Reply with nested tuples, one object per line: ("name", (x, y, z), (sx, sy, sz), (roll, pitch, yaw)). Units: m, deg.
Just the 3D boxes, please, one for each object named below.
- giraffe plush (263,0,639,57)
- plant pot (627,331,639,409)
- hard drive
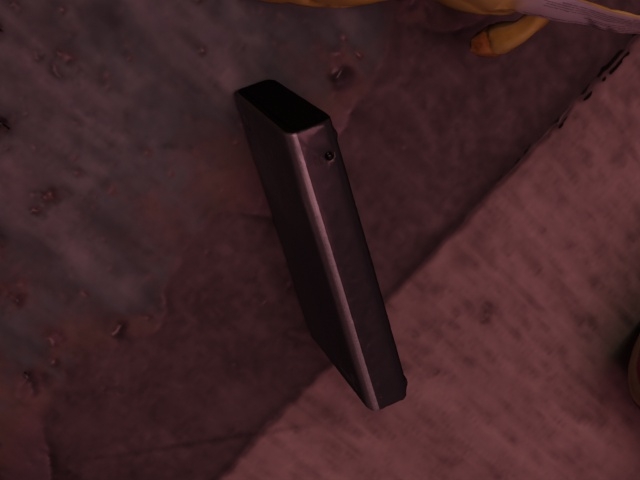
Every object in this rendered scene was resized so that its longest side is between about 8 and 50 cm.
("giraffe plush", (0.051, -0.186, 0.422), (0.210, 0.181, 0.170), (15, 82, -11))
("plant pot", (0.273, 0.092, 0.571), (0.180, 0.201, 0.201), (38, 94, -9))
("hard drive", (0.000, 0.000, 0.491), (0.022, 0.094, 0.135), (-22, 113, -11))
